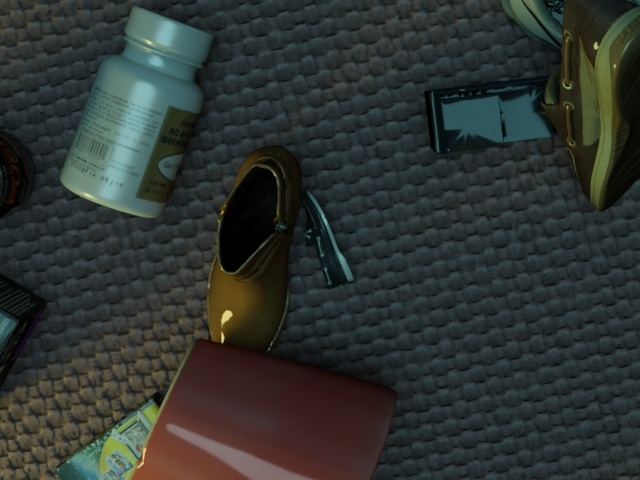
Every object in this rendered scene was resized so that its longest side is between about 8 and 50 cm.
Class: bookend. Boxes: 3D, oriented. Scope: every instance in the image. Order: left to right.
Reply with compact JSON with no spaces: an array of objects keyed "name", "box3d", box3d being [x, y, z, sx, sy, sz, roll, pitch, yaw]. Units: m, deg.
[{"name":"bookend","box3d":[0.203,-0.147,1.541,0.156,0.157,0.072,-7,97,4]}]

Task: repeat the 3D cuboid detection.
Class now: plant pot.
[{"name":"plant pot","box3d":[-0.076,0.250,1.542,0.243,0.275,0.275,25,97,-1]}]

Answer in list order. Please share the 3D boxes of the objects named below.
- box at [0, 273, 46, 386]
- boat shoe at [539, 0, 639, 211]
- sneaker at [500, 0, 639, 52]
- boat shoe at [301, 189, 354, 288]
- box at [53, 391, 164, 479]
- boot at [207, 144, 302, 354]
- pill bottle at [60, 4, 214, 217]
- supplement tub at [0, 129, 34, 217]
[{"name":"box","box3d":[-0.499,0.085,1.609,0.270,0.143,0.165,30,97,0]},{"name":"boat shoe","box3d":[0.312,-0.159,1.483,0.123,0.342,0.123,-44,63,-11]},{"name":"sneaker","box3d":[0.364,-0.224,1.532,0.331,0.146,0.122,25,96,-2]},{"name":"boat shoe","box3d":[0.000,0.000,1.625,0.038,0.046,0.125,-25,103,1]},{"name":"box","box3d":[-0.201,0.331,1.672,0.159,0.044,0.233,-36,94,6]},{"name":"boot","box3d":[-0.079,0.029,1.543,0.109,0.220,0.283,18,97,0]},{"name":"pill bottle","box3d":[-0.211,-0.153,1.573,0.131,0.131,0.229,21,97,0]},{"name":"supplement tub","box3d":[-0.415,-0.073,1.563,0.117,0.190,0.117,0,97,3]}]
